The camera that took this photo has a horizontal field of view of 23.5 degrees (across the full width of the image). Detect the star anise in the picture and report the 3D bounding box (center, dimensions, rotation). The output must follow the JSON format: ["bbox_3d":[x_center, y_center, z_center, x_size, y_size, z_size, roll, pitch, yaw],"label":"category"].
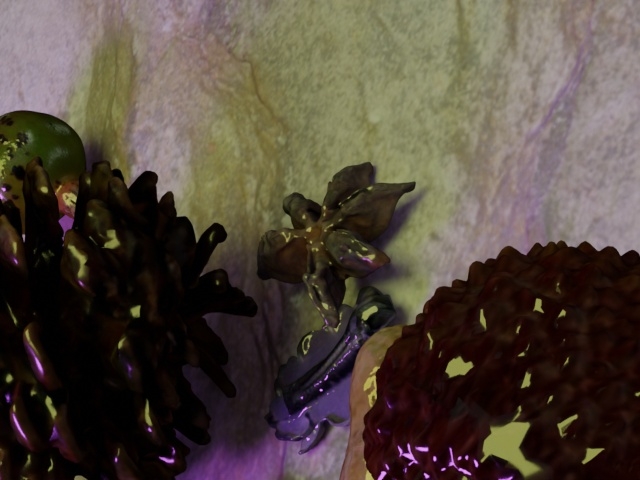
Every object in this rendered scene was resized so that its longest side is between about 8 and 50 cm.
[{"bbox_3d":[0.011,-0.012,1.553,0.172,0.063,0.208,-52,29,-3],"label":"star anise"}]

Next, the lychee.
[{"bbox_3d":[0.183,0.161,1.142,0.330,0.306,0.306,-43,37,-18],"label":"lychee"}]

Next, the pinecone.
[{"bbox_3d":[-0.246,0.097,1.560,0.397,0.397,0.398,-22,56,38],"label":"pinecone"}]

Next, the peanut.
[{"bbox_3d":[0.067,0.178,1.400,0.099,0.099,0.214,-23,50,38],"label":"peanut"}]

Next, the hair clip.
[{"bbox_3d":[0.007,0.128,1.516,0.195,0.052,0.124,-48,38,26],"label":"hair clip"}]

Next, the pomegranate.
[{"bbox_3d":[-0.353,-0.076,1.924,0.205,0.159,0.159,26,91,24],"label":"pomegranate"}]
